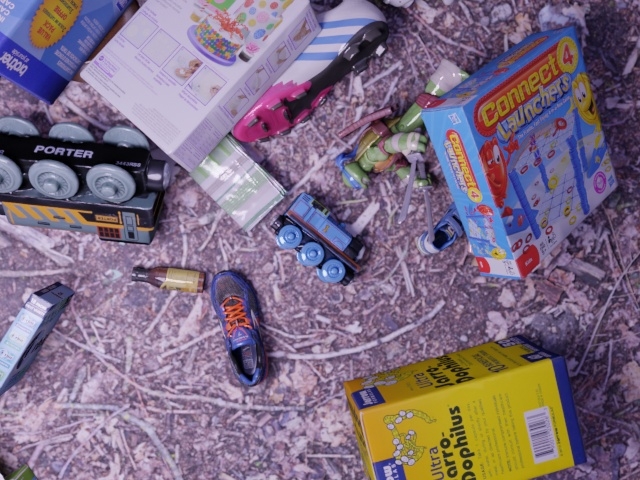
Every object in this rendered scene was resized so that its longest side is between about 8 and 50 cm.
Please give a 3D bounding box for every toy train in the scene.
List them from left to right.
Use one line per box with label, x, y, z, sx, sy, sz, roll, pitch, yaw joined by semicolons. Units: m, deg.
toy train;-0.412;-0.090;1.132;0.334;0.142;0.190;5;136;-3
toy train;0.000;0.000;1.230;0.184;0.080;0.105;39;83;-6

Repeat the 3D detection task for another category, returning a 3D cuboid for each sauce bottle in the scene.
sauce bottle;-0.270;0.068;1.222;0.128;0.042;0.042;7;92;-4

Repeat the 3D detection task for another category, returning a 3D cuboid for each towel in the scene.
towel;-0.147;-0.099;1.215;0.152;0.023;0.113;44;110;-9

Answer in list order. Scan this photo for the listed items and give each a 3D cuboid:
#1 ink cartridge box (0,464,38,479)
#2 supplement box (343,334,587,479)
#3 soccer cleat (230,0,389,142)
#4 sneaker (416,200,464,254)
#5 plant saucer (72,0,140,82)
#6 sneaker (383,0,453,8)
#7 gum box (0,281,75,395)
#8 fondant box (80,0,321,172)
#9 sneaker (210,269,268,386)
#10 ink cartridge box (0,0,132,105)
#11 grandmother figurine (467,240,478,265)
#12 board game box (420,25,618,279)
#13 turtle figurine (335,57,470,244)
ink cartridge box;-0.597;0.449;1.180;0.189;0.097;0.255;-32;94;-3
supplement box;0.243;0.316;1.211;0.357;0.194;0.195;-14;95;-5
soccer cleat;-0.035;-0.306;1.207;0.331;0.116;0.143;-36;68;3
sneaker;0.242;-0.027;1.262;0.053;0.059;0.144;44;85;-5
plant saucer;-0.409;-0.375;1.188;0.199;0.036;0.198;0;93;-7
sneaker;0.113;-0.474;1.204;0.297;0.111;0.129;4;118;4
gum box;-0.491;0.164;1.145;0.041;0.157;0.184;31;89;-7
fondant box;-0.197;-0.313;1.138;0.238;0.096;0.330;41;89;20
sneaker;-0.138;0.158;1.217;0.083;0.087;0.221;-18;95;-6
ink cartridge box;-0.423;-0.374;1.032;0.151;0.270;0.395;38;89;-1
grandmother figurine;0.318;-0.126;1.226;0.104;0.208;0.342;2;92;32
board game box;0.338;-0.146;1.124;0.308;0.086;0.301;-38;115;-28
turtle figurine;0.183;-0.152;1.175;0.266;0.275;0.198;-51;134;6
